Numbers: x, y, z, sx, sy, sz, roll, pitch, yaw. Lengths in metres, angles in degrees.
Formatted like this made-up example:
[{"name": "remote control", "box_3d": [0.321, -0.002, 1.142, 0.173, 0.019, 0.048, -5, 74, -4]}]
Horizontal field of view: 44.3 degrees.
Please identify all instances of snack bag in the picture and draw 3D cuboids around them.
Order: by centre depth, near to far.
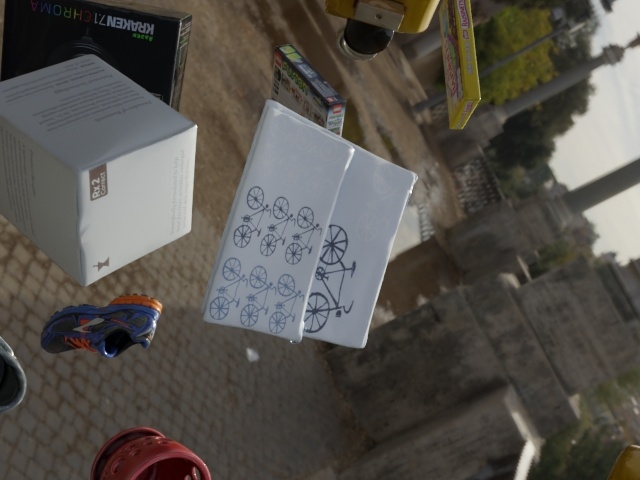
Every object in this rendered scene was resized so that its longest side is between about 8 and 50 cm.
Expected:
[{"name": "snack bag", "box_3d": [0.000, 0.000, 1.185, 0.342, 0.037, 0.323, 21, 84, -42]}]

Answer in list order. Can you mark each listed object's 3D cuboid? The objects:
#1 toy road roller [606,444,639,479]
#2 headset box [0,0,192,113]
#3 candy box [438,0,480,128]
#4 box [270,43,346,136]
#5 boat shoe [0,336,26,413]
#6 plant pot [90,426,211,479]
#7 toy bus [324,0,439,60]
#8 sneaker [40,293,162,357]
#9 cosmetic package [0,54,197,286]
[{"name": "toy road roller", "box_3d": [0.344, 0.378, 0.854, 0.329, 0.202, 0.240, -17, 121, -54]}, {"name": "headset box", "box_3d": [-0.338, -0.217, 1.177, 0.131, 0.246, 0.283, -92, -166, -70]}, {"name": "candy box", "box_3d": [0.208, -0.283, 1.189, 0.105, 0.027, 0.206, 96, -8, -74]}, {"name": "box", "box_3d": [-0.026, -0.252, 1.414, 0.207, 0.036, 0.114, 53, -32, 38]}, {"name": "boat shoe", "box_3d": [-0.360, 0.040, 0.604, 0.306, 0.105, 0.113, 50, 61, -23]}, {"name": "plant pot", "box_3d": [-0.325, 0.456, 1.470, 0.174, 0.191, 0.191, 11, -35, 53]}, {"name": "toy bus", "box_3d": [0.051, -0.210, 0.612, 0.202, 0.191, 0.104, 47, 38, -39]}, {"name": "sneaker", "box_3d": [-0.367, 0.153, 1.293, 0.083, 0.221, 0.087, 51, 28, -51]}, {"name": "cosmetic package", "box_3d": [-0.251, -0.081, 0.847, 0.184, 0.151, 0.151, 35, 46, 25]}]
